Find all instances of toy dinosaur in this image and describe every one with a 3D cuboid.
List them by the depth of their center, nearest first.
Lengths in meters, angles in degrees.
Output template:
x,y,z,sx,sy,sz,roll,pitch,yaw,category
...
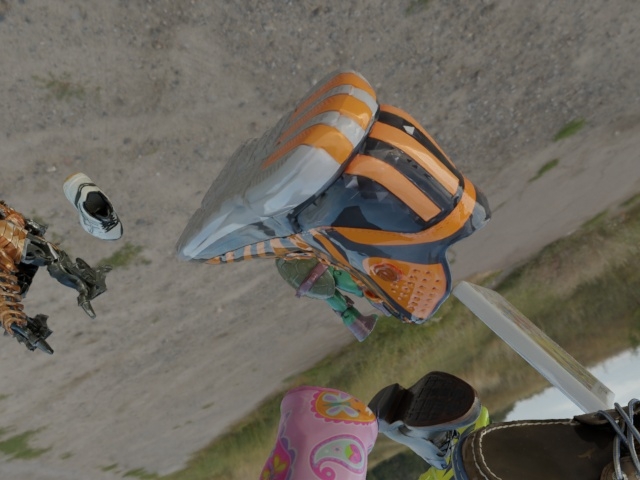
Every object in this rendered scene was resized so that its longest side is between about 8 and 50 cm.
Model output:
x,y,z,sx,sy,sz,roll,pitch,yaw,category
-0.427,0.042,0.755,0.164,0.322,0.218,-28,125,8,toy dinosaur

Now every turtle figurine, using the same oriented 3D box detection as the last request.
x,y,z,sx,sy,sz,roll,pitch,yaw,category
0.001,0.038,0.805,0.118,0.234,0.175,-49,179,-33,turtle figurine

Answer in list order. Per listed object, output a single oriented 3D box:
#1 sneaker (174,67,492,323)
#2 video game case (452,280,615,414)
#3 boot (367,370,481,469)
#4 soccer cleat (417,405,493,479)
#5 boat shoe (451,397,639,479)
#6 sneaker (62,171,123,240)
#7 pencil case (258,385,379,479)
x,y,z,sx,sy,sz,roll,pitch,yaw,category
0.000,0.000,0.451,0.180,0.124,0.321,35,161,-20,sneaker
0.296,0.143,0.756,0.026,0.227,0.206,-52,152,12,video game case
0.149,0.226,0.684,0.082,0.106,0.219,-54,-171,-27,boot
0.189,0.387,0.859,0.121,0.289,0.093,13,157,27,soccer cleat
0.163,0.114,0.290,0.183,0.066,0.066,6,129,-6,boat shoe
-0.198,-0.022,0.496,0.032,0.037,0.083,-46,148,-19,sneaker
-0.019,0.276,0.533,0.124,0.124,0.284,-41,-166,33,pencil case
